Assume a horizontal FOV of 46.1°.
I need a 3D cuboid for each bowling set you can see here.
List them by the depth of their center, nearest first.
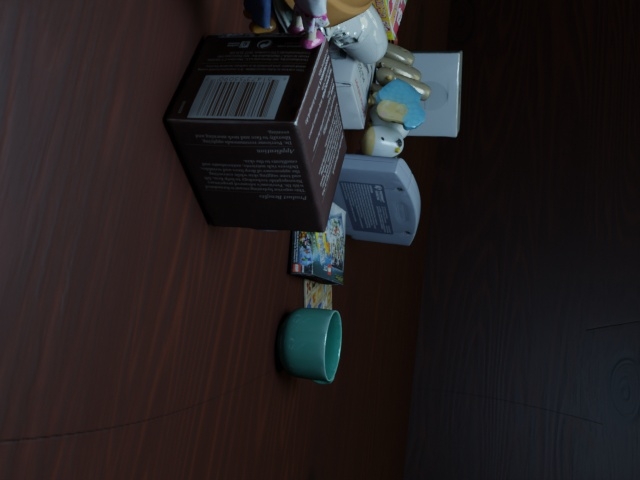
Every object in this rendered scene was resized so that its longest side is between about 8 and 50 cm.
[{"bbox_3d":[0.129,-0.341,1.737,0.287,0.154,0.200,-99,-148,-61],"label":"bowling set"}]

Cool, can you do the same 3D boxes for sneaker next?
[{"bbox_3d":[0.013,-0.371,1.310,0.292,0.108,0.169,44,51,-42],"label":"sneaker"}]

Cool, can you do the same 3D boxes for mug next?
[{"bbox_3d":[-0.023,0.201,1.384,0.129,0.097,0.158,-29,122,-73],"label":"mug"}]

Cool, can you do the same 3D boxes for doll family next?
[{"bbox_3d":[-0.086,-0.341,0.884,0.118,0.263,0.163,-27,150,-21],"label":"doll family"}]

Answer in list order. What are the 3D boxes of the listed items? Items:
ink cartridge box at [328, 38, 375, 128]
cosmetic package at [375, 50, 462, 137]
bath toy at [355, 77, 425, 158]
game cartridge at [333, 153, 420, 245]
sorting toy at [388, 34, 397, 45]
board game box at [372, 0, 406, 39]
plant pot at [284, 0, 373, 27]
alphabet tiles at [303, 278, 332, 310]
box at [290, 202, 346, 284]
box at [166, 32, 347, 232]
[{"bbox_3d":[0.051,-0.358,1.533,0.158,0.092,0.218,64,35,-61],"label":"ink cartridge box"},{"bbox_3d":[0.271,-0.406,2.075,0.138,0.224,0.224,-51,142,-69],"label":"cosmetic package"},{"bbox_3d":[0.138,-0.185,1.654,0.151,0.129,0.348,-40,163,-28],"label":"bath toy"},{"bbox_3d":[0.119,-0.088,1.649,0.294,0.196,0.060,70,35,-57],"label":"game cartridge"},{"bbox_3d":[0.189,-0.586,2.097,0.061,0.042,0.102,96,-13,-85],"label":"sorting toy"},{"bbox_3d":[0.148,-0.519,1.422,0.124,0.039,0.260,64,37,-59],"label":"board game box"},{"bbox_3d":[0.054,-0.491,1.123,0.291,0.203,0.291,22,64,-53],"label":"plant pot"},{"bbox_3d":[-0.004,0.129,1.609,0.198,0.009,0.237,-45,136,-68],"label":"alphabet tiles"},{"bbox_3d":[0.000,0.000,1.497,0.233,0.044,0.159,28,64,-72],"label":"box"},{"bbox_3d":[-0.072,-0.139,0.984,0.203,0.168,0.167,76,23,-50],"label":"box"}]
